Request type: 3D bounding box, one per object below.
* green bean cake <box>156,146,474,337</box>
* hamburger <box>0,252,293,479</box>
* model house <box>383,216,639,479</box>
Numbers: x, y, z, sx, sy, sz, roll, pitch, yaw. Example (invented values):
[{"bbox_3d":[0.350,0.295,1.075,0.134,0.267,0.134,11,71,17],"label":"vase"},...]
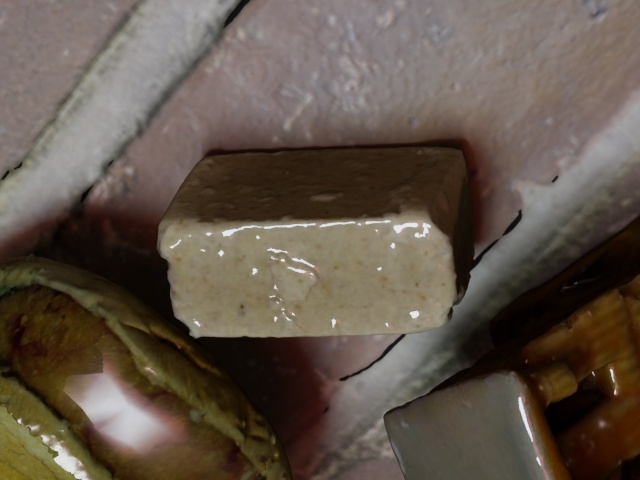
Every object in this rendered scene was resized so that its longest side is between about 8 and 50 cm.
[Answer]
[{"bbox_3d":[0.000,0.000,1.120,0.179,0.109,0.085,-2,116,11],"label":"green bean cake"},{"bbox_3d":[-0.134,0.127,1.157,0.309,0.132,0.211,47,143,-8],"label":"hamburger"},{"bbox_3d":[0.174,0.109,1.103,0.229,0.219,0.199,-34,101,-22],"label":"model house"}]
